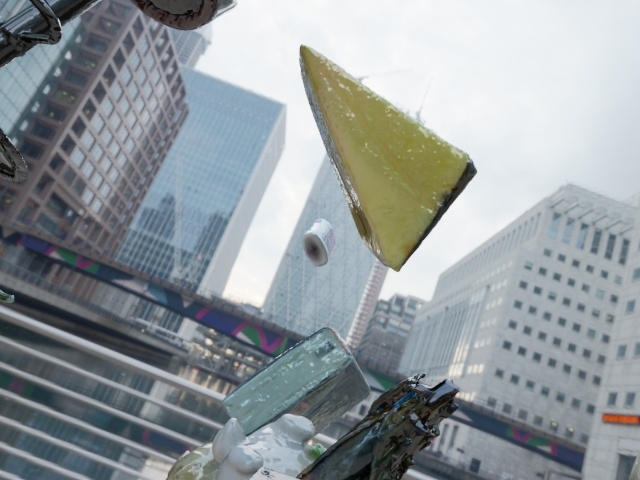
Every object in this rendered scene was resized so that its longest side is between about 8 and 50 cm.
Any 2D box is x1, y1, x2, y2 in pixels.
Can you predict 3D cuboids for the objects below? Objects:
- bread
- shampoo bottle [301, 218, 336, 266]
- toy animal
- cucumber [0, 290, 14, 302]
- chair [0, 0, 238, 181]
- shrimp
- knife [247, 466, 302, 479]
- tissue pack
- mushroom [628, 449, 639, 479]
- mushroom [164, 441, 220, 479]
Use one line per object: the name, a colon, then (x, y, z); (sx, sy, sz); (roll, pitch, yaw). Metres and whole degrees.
bread: (0.038, -0.097, 0.688); (0.264, 0.163, 0.167); (35, -1, 1)
shampoo bottle: (0.000, 0.000, 1.041); (0.043, 0.099, 0.072); (-17, -72, 20)
toy animal: (0.006, 0.352, 0.656); (0.325, 0.154, 0.208); (34, 22, -18)
cucumber: (-0.389, -0.002, 0.454); (0.250, 0.056, 0.056); (25, -17, -20)
chair: (-0.272, -0.278, 0.598); (0.226, 0.401, 0.227); (28, -30, 17)
shrimp: (0.065, 0.269, 0.482); (0.222, 0.290, 0.054); (37, -2, 45)
knife: (0.048, 0.245, 0.448); (0.245, 0.019, 0.072); (11, 1, 16)
tissue pack: (-0.028, 0.291, 0.997); (0.103, 0.228, 0.316); (54, -6, 27)
mushroom: (0.399, 0.229, 0.324); (0.356, 0.315, 0.315); (18, -17, 13)
mushroom: (-0.228, 0.452, 0.977); (0.127, 0.166, 0.166); (28, -14, 21)
